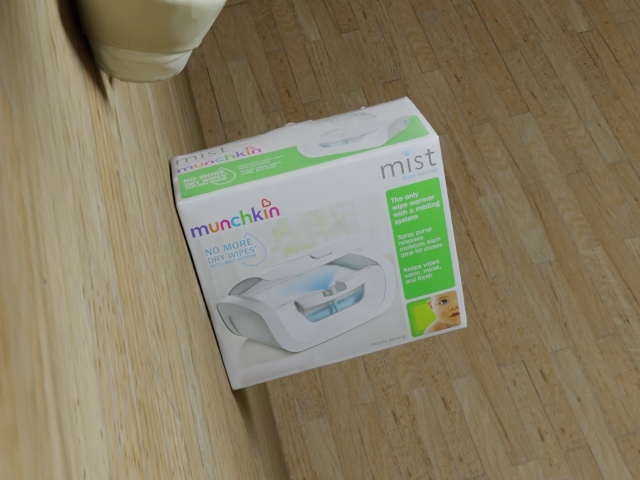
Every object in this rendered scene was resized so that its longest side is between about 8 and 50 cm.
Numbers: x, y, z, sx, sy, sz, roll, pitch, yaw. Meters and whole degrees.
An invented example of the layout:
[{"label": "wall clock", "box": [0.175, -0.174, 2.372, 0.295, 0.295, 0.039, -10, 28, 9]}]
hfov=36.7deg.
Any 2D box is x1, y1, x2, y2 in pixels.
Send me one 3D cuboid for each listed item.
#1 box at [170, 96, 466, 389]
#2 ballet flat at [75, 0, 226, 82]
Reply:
[{"label": "box", "box": [0.000, 0.000, 1.010, 0.126, 0.262, 0.231, -111, -172, -60]}, {"label": "ballet flat", "box": [-0.106, -0.136, 0.583, 0.248, 0.086, 0.086, -116, -168, -67]}]
